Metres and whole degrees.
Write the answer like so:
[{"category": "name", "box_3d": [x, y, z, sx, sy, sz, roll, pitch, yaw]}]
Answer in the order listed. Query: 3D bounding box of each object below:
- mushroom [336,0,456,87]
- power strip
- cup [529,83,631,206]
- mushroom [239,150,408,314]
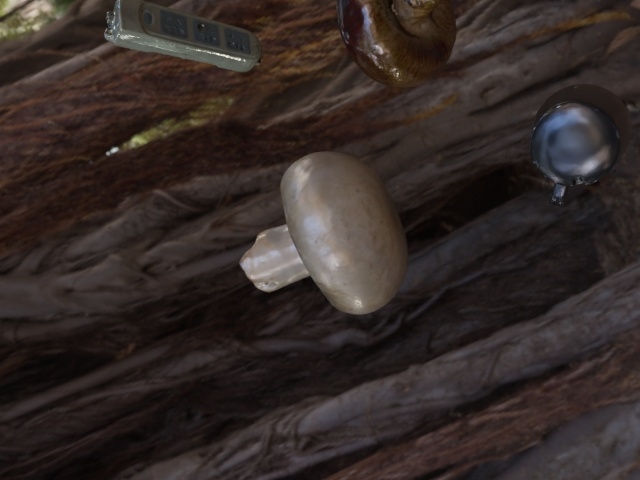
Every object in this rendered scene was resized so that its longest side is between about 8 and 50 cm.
[{"category": "mushroom", "box_3d": [0.189, -0.521, 1.542, 0.334, 0.356, 0.331, -1, -115, -40]}, {"category": "power strip", "box_3d": [-0.227, -0.352, 1.272, 0.048, 0.286, 0.080, -36, 53, 52]}, {"category": "cup", "box_3d": [0.449, -0.158, 1.293, 0.176, 0.169, 0.223, -40, -37, -62]}, {"category": "mushroom", "box_3d": [0.000, 0.000, 0.876, 0.204, 0.204, 0.204, 63, -177, -6]}]
